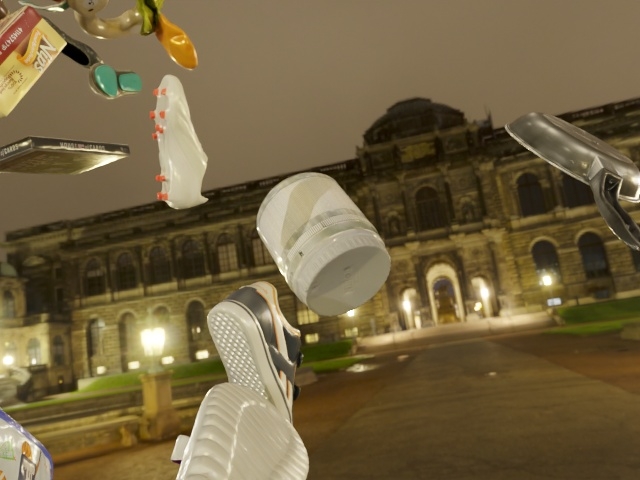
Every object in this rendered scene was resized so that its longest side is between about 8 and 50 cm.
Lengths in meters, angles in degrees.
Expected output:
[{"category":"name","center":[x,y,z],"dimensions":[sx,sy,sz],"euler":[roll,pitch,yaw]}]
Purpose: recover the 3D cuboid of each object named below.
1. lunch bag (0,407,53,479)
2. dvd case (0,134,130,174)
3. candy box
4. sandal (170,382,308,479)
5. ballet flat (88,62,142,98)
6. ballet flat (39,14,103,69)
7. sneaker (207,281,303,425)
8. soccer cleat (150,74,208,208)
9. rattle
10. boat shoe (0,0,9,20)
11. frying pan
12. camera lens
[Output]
[{"category":"lunch bag","center":[-0.688,0.431,1.037],"dimensions":[0.239,0.385,0.328],"euler":[-37,-30,-29]},{"category":"dvd case","center":[-0.543,-0.170,1.104],"dimensions":[0.179,0.030,0.238],"euler":[-12,1,26]},{"category":"candy box","center":[-0.606,-0.281,0.942],"dimensions":[0.316,0.183,0.087],"euler":[-2,-37,34]},{"category":"sandal","center":[-0.109,0.273,0.624],"dimensions":[0.102,0.169,0.416],"euler":[-43,-3,1]},{"category":"ballet flat","center":[-0.467,-0.346,1.184],"dimensions":[0.068,0.072,0.213],"euler":[0,13,8]},{"category":"ballet flat","center":[-0.533,-0.402,1.136],"dimensions":[0.057,0.049,0.173],"euler":[-16,-27,27]},{"category":"sneaker","center":[-0.090,0.221,0.918],"dimensions":[0.126,0.321,0.127],"euler":[8,29,28]},{"category":"soccer cleat","center":[-0.208,-0.146,0.810],"dimensions":[0.076,0.196,0.068],"euler":[-8,16,-33]},{"category":"rattle","center":[-0.291,-0.294,0.747],"dimensions":[0.130,0.143,0.199],"euler":[-15,7,30]},{"category":"boat shoe","center":[-0.975,-0.701,1.608],"dimensions":[0.095,0.095,0.257],"euler":[28,-13,-20]},{"category":"frying pan","center":[0.311,-0.099,0.664],"dimensions":[0.326,0.197,0.053],"euler":[-30,-29,-59]},{"category":"camera lens","center":[0.000,0.000,1.179],"dimensions":[0.219,0.274,0.219],"euler":[-19,-43,-19]}]
